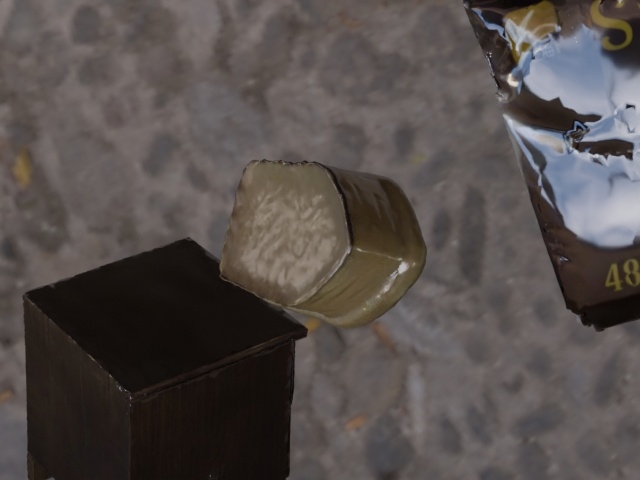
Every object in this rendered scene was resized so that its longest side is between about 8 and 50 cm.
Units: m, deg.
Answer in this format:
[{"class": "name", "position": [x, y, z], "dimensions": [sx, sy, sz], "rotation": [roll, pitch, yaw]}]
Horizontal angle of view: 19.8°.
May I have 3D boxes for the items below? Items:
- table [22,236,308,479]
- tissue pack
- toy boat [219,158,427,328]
[{"class": "table", "position": [-0.128, 0.136, 1.500], "dimensions": [0.169, 0.172, 0.193], "rotation": [36, 133, 42]}, {"class": "tissue pack", "position": [0.296, -0.103, 0.980], "dimensions": [0.370, 0.198, 0.210], "rotation": [-17, 93, 26]}, {"class": "toy boat", "position": [0.000, 0.000, 1.336], "dimensions": [0.188, 0.061, 0.116], "rotation": [11, 85, 56]}]
